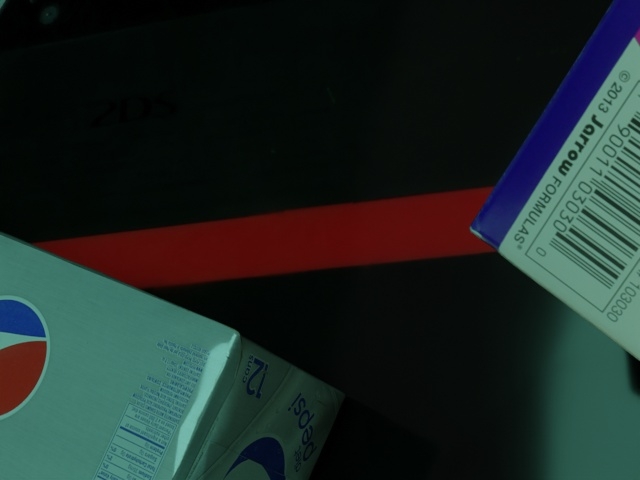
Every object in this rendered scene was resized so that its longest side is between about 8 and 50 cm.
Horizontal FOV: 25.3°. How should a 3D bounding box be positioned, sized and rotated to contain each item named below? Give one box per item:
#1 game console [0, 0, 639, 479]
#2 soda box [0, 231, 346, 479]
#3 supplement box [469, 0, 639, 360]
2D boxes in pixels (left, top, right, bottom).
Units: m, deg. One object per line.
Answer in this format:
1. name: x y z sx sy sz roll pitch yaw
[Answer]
1. game console: 0.000 0.000 0.624 0.386 0.060 0.342 -7 69 24
2. soda box: -0.139 0.044 0.582 0.286 0.098 0.091 20 81 30
3. supplement box: 0.178 0.009 0.432 0.220 0.114 0.111 39 119 17
